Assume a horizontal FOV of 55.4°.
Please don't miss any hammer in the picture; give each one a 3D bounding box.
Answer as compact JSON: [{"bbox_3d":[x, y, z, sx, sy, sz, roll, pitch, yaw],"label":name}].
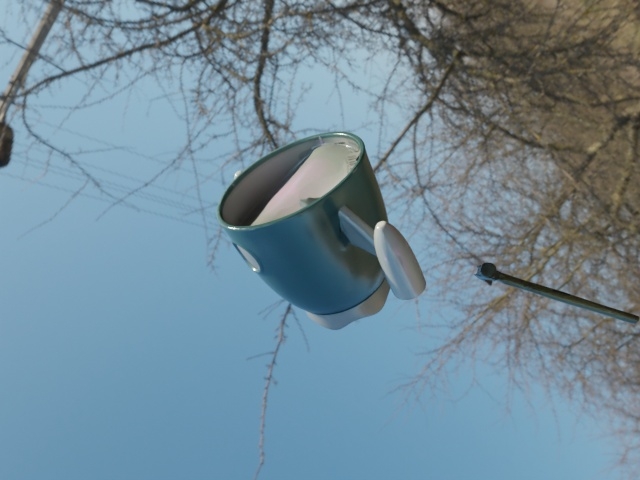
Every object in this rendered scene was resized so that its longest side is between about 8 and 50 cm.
[{"bbox_3d":[0.261,0.061,0.680,0.182,0.017,0.062,18,174,5],"label":"hammer"}]

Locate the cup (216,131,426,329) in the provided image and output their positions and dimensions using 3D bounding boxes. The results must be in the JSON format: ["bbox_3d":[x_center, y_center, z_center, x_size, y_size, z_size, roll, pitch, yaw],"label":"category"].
[{"bbox_3d":[0.000,0.000,0.656,0.300,0.167,0.173,25,148,52],"label":"cup"}]
